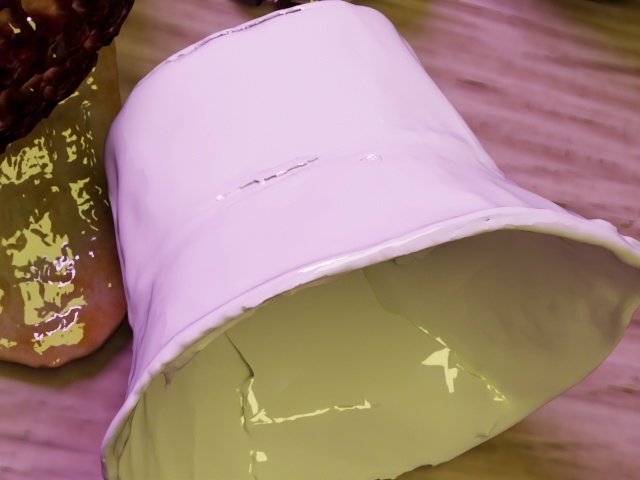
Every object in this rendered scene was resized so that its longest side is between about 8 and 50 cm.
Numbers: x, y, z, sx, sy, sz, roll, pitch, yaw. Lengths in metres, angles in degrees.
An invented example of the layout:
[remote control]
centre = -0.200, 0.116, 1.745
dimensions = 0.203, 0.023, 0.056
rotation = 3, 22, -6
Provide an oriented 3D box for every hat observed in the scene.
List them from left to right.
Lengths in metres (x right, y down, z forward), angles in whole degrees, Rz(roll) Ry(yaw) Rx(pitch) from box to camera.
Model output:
[hat]
centre = 0.000, 0.000, 0.623
dimensions = 0.203, 0.203, 0.126
rotation = -12, 63, -24

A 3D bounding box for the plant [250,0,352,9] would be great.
[plant]
centre = -0.010, -0.156, 0.719
dimensions = 0.122, 0.104, 0.116
rotation = -88, 155, -49

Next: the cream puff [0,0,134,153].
[cream puff]
centre = -0.164, -0.130, 0.581
dimensions = 0.239, 0.165, 0.239
rotation = 5, 71, -15

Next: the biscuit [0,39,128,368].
[biscuit]
centre = -0.104, -0.026, 0.661
dimensions = 0.071, 0.018, 0.147
rotation = -1, 74, -18
